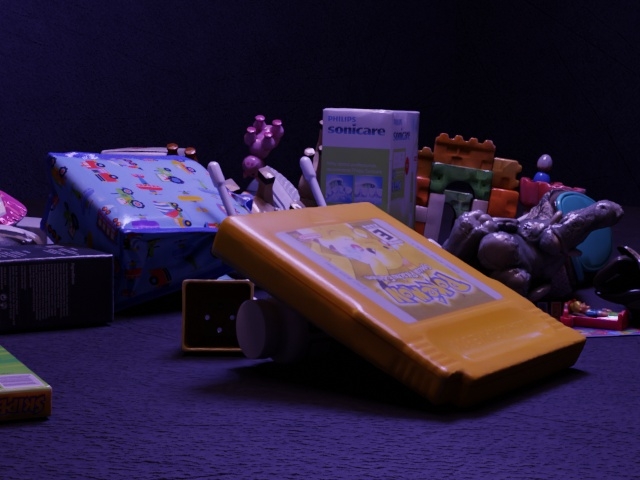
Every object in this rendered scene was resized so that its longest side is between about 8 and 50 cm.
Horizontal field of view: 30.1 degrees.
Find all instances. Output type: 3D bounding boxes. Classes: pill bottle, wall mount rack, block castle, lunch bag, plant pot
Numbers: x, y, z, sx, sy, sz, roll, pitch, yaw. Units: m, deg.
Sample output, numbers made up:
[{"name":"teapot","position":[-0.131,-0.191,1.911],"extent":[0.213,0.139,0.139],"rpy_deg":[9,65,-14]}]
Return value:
[{"name":"pill bottle","position":[-0.012,0.092,1.311],"extent":[0.152,0.086,0.086],"rpy_deg":[-2,7,-33]},{"name":"wall mount rack","position":[0.000,0.000,1.695],"extent":[0.304,0.130,0.350],"rpy_deg":[31,23,33]},{"name":"block castle","position":[0.242,-0.089,2.218],"extent":[0.453,0.213,0.303],"rpy_deg":[9,6,0]},{"name":"lunch bag","position":[-0.220,-0.039,1.724],"extent":[0.293,0.138,0.221],"rpy_deg":[-13,40,-37]},{"name":"plant pot","position":[-0.118,0.089,1.382],"extent":[0.081,0.081,0.083],"rpy_deg":[1,-6,-3]}]

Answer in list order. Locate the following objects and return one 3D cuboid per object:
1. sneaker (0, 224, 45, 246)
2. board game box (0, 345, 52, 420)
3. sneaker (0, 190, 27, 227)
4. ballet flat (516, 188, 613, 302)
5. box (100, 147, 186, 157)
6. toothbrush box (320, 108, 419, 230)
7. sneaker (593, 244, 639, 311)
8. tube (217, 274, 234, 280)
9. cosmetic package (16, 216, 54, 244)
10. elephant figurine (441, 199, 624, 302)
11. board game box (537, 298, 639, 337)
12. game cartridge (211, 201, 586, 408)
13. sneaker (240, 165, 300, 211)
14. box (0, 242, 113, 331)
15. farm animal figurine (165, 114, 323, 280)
[{"name":"sneaker","position":[-0.528,0.040,1.677],"extent":[0.268,0.101,0.153],"rpy_deg":[-5,7,-3]},{"name":"board game box","position":[-0.351,0.130,1.139],"extent":[0.124,0.039,0.259],"rpy_deg":[-1,9,-27]},{"name":"sneaker","position":[-0.567,0.018,1.905],"extent":[0.103,0.111,0.252],"rpy_deg":[34,31,5]},{"name":"ballet flat","position":[0.348,0.013,1.907],"extent":[0.182,0.164,0.483],"rpy_deg":[-18,1,21]},{"name":"box","position":[-0.327,-0.098,2.227],"extent":[0.127,0.148,0.232],"rpy_deg":[1,5,2]},{"name":"toothbrush box","position":[0.081,-0.073,1.956],"extent":[0.122,0.283,0.206],"rpy_deg":[3,5,16]},{"name":"sneaker","position":[0.434,0.050,1.642],"extent":[0.130,0.087,0.227],"rpy_deg":[27,9,-4]},{"name":"tube","position":[-0.218,0.042,1.958],"extent":[0.080,0.052,0.207],"rpy_deg":[-8,18,-25]},{"name":"cosmetic package","position":[-0.521,0.004,2.067],"extent":[0.231,0.085,0.117],"rpy_deg":[7,9,31]},{"name":"elephant figurine","position":[0.266,0.026,1.605],"extent":[0.186,0.169,0.239],"rpy_deg":[23,29,32]},{"name":"board game box","position":[0.357,0.098,1.569],"extent":[0.168,0.033,0.133],"rpy_deg":[-1,6,-17]},{"name":"game cartridge","position":[0.090,0.057,1.275],"extent":[0.323,0.053,0.285],"rpy_deg":[31,22,30]},{"name":"sneaker","position":[-0.063,-0.011,2.171],"extent":[0.126,0.127,0.321],"rpy_deg":[38,8,-34]},{"name":"box","position":[-0.368,0.057,1.536],"extent":[0.158,0.093,0.156],"rpy_deg":[-4,8,-31]},{"name":"farm animal figurine","position":[-0.098,-0.046,1.957],"extent":[0.330,0.172,0.327],"rpy_deg":[-8,42,-13]}]
